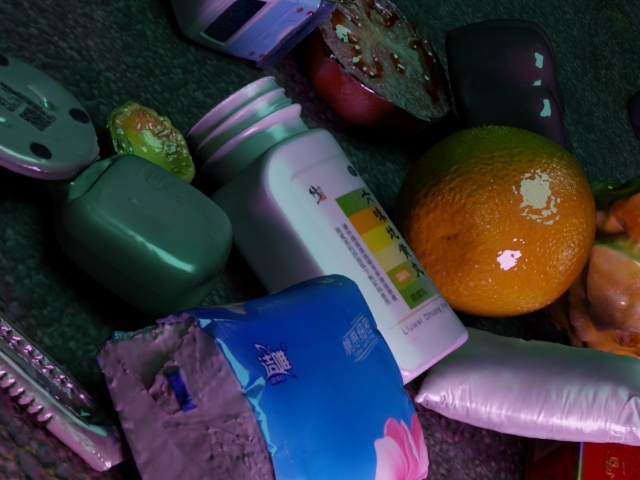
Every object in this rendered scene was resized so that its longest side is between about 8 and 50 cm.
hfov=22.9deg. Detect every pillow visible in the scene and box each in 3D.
[{"bbox_3d":[0.225,0.147,1.654,0.254,0.078,0.144,9,36,0],"label":"pillow"}]

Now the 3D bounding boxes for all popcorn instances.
[{"bbox_3d":[0.376,0.057,1.880,0.225,0.265,0.332,-48,140,-31],"label":"popcorn"}]

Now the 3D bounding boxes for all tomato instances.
[{"bbox_3d":[0.049,-0.208,1.861,0.225,0.085,0.225,30,38,-27],"label":"tomato"}]

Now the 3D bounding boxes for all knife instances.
[{"bbox_3d":[-0.272,0.044,1.202,0.365,0.043,0.089,45,36,-14],"label":"knife"}]

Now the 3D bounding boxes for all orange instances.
[{"bbox_3d":[0.191,-0.021,1.727,0.236,0.236,0.236,34,35,-28],"label":"orange"}]

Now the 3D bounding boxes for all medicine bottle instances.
[{"bbox_3d":[0.000,0.000,1.541,0.324,0.124,0.179,55,30,6],"label":"medicine bottle"}]

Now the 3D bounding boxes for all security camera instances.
[{"bbox_3d":[-0.212,-0.051,1.355,0.301,0.080,0.157,37,28,-5],"label":"security camera"}]

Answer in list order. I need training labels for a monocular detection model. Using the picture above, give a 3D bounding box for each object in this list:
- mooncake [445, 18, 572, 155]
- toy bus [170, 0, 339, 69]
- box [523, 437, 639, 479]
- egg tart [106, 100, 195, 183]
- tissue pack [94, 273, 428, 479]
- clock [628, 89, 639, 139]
[{"bbox_3d":[0.231,-0.155,1.940,0.245,0.133,0.244,-9,90,-78],"label":"mooncake"},{"bbox_3d":[-0.109,-0.342,1.740,0.165,0.133,0.271,7,55,-46],"label":"toy bus"},{"bbox_3d":[0.309,0.302,1.676,0.197,0.089,0.313,43,32,-18],"label":"box"},{"bbox_3d":[-0.165,-0.081,1.480,0.105,0.039,0.105,34,35,-28],"label":"egg tart"},{"bbox_3d":[-0.035,0.139,1.307,0.270,0.137,0.209,-10,74,-60],"label":"tissue pack"},{"bbox_3d":[0.585,-0.163,2.582,0.215,0.042,0.215,34,34,-28],"label":"clock"}]
